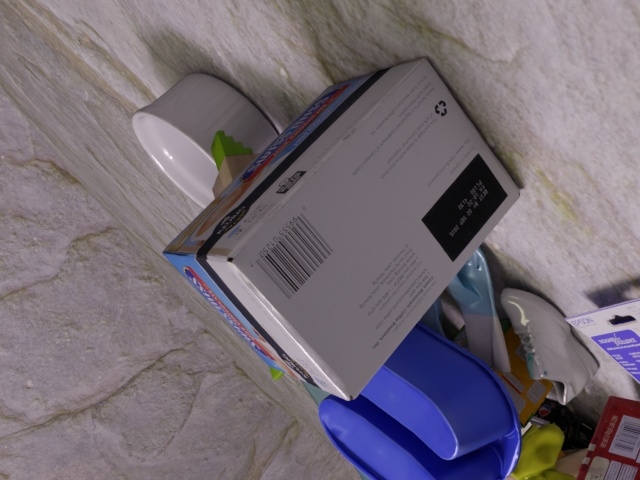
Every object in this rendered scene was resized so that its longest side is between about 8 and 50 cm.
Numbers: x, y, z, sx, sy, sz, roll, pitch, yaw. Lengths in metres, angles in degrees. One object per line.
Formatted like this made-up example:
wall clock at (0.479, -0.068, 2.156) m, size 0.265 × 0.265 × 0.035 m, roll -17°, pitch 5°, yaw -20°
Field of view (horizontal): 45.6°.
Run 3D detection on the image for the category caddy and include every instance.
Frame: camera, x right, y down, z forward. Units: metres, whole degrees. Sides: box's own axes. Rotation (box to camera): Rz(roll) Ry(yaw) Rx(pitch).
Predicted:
caddy at (0.156, 0.267, 1.224) m, size 0.341 × 0.179 × 0.241 m, roll 32°, pitch 126°, yaw 37°

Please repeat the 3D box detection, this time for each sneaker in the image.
sneaker at (0.337, 0.164, 1.161) m, size 0.212 × 0.094 × 0.080 m, roll 46°, pitch 162°, yaw -14°

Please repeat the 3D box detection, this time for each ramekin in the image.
ramekin at (-0.192, -0.169, 1.372) m, size 0.277 × 0.135 × 0.277 m, roll 35°, pitch 161°, yaw 14°

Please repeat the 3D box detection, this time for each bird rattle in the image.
bird rattle at (0.353, 0.401, 1.280) m, size 0.253 × 0.207 × 0.143 m, roll 124°, pitch 134°, yaw -55°

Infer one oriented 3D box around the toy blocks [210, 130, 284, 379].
toy blocks at (0.000, 0.000, 1.194) m, size 0.381 × 0.261 × 0.190 m, roll 69°, pitch 151°, yaw 24°

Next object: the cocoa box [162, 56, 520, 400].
cocoa box at (0.025, -0.020, 0.952) m, size 0.231 × 0.347 × 0.228 m, roll 50°, pitch 159°, yaw -21°

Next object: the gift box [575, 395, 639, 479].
gift box at (0.508, 0.394, 1.115) m, size 0.276 × 0.255 × 0.258 m, roll 11°, pitch 144°, yaw 45°

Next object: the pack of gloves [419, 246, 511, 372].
pack of gloves at (0.193, 0.095, 1.210) m, size 0.195 × 0.046 × 0.231 m, roll 1°, pitch 109°, yaw 54°

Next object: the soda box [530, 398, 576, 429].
soda box at (0.465, 0.374, 1.449) m, size 0.169 × 0.053 × 0.060 m, roll 50°, pitch 159°, yaw -25°

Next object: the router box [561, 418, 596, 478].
router box at (0.496, 0.407, 1.370) m, size 0.179 × 0.046 × 0.133 m, roll 33°, pitch 139°, yaw -1°

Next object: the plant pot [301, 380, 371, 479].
plant pot at (0.131, 0.284, 1.514) m, size 0.334 × 0.341 × 0.341 m, roll 52°, pitch 160°, yaw -9°

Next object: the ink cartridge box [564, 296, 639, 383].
ink cartridge box at (0.446, 0.138, 0.963) m, size 0.208 × 0.045 × 0.206 m, roll 40°, pitch 162°, yaw -1°

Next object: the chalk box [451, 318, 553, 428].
chalk box at (0.291, 0.231, 1.339) m, size 0.132 × 0.132 × 0.213 m, roll 43°, pitch 161°, yaw -7°
